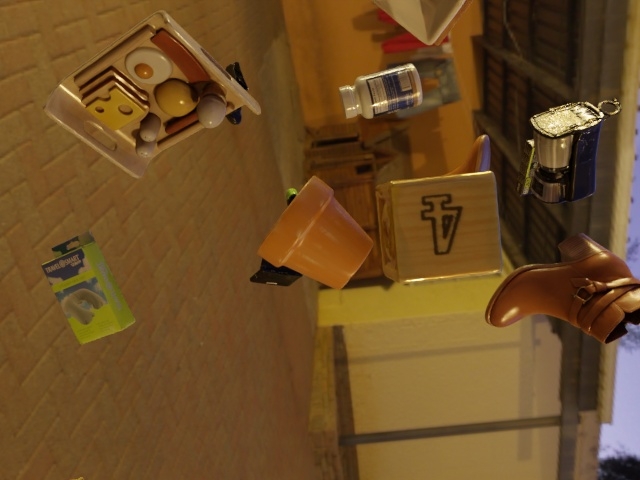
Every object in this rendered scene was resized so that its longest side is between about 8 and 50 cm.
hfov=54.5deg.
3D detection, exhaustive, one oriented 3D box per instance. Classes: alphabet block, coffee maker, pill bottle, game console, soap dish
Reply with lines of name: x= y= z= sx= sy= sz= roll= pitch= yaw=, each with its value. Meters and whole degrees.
alphabet block: x=0.223 y=-0.027 z=1.210 sx=0.192 sy=0.197 sz=0.193 roll=-163 pitch=-113 yaw=-88
coffee maker: x=0.512 y=-0.174 z=1.253 sx=0.120 sy=0.171 sz=0.178 roll=-79 pitch=159 yaw=-46
pill bottle: x=0.092 y=-0.227 z=0.963 sx=0.067 sy=0.120 sz=0.067 roll=165 pitch=-90 yaw=-90
game console: x=-0.109 y=0.062 z=1.595 sx=0.107 sy=0.122 sz=0.071 roll=-40 pitch=-131 yaw=46
soap dish: x=0.196 y=-0.578 z=1.315 sx=0.118 sy=0.291 sz=0.229 roll=-51 pitch=-179 yaw=-17

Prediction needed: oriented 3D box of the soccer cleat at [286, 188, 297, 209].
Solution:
soccer cleat: x=-0.101 y=-0.110 z=2.370 sx=0.072 sy=0.060 sz=0.178 roll=-112 pitch=-167 yaw=-64

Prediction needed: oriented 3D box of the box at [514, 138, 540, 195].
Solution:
box: x=0.712 y=-0.241 z=1.945 sx=0.045 sy=0.184 sz=0.190 roll=-115 pitch=-163 yaw=-46

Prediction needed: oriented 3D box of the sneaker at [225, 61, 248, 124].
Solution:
sneaker: x=-0.239 y=-0.411 z=1.751 sx=0.051 sy=0.089 sz=0.170 roll=-39 pitch=120 yaw=-45

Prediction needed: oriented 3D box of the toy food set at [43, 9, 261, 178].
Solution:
toy food set: x=-0.284 y=-0.225 z=1.052 sx=0.220 sy=0.306 sz=0.092 roll=40 pitch=38 yaw=-42

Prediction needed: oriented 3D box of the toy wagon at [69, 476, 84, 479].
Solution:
toy wagon: x=-0.341 y=0.556 z=1.033 sx=0.344 sy=0.068 sz=0.267 roll=50 pitch=-6 yaw=12

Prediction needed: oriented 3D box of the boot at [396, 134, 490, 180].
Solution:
boot: x=0.277 y=-0.124 z=1.478 sx=0.104 sy=0.211 sz=0.294 roll=-29 pitch=132 yaw=-54

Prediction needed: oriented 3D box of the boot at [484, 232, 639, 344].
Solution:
boot: x=0.491 y=0.135 z=1.235 sx=0.109 sy=0.284 sz=0.220 roll=53 pitch=4 yaw=-44

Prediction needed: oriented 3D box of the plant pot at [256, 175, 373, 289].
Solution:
plant pot: x=0.000 y=0.000 z=1.310 sx=0.205 sy=0.188 sz=0.205 roll=-53 pitch=-178 yaw=3

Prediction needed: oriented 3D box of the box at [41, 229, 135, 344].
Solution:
box: x=-0.408 y=0.083 z=1.080 sx=0.178 sy=0.109 sz=0.042 roll=66 pitch=26 yaw=-7
